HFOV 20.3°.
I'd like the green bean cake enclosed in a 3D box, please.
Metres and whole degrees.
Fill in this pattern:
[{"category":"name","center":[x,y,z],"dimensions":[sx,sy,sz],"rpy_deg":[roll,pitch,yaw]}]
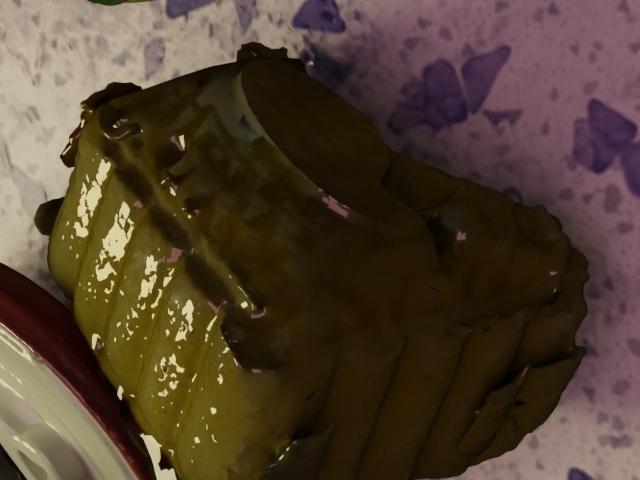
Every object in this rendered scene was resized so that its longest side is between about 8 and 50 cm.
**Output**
[{"category":"green bean cake","center":[0.000,0.000,1.150],"dimensions":[0.310,0.285,0.202],"rpy_deg":[53,140,32]}]

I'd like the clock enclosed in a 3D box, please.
[{"category":"clock","center":[-0.213,0.146,1.277],"dimensions":[0.318,0.080,0.318],"rpy_deg":[33,146,26]}]

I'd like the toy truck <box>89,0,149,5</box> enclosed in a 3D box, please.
[{"category":"toy truck","center":[-0.117,-0.272,1.180],"dimensions":[0.187,0.148,0.210],"rpy_deg":[-44,66,49]}]
